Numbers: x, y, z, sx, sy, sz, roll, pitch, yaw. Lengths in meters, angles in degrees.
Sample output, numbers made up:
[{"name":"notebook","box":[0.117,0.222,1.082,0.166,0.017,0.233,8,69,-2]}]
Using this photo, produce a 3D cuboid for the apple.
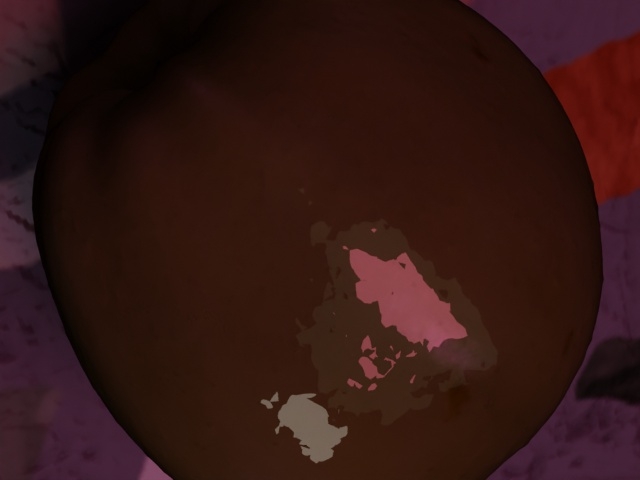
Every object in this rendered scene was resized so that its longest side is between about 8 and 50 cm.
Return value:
[{"name":"apple","box":[0.000,0.000,0.631,0.200,0.200,0.200,-17,123,-29]}]
